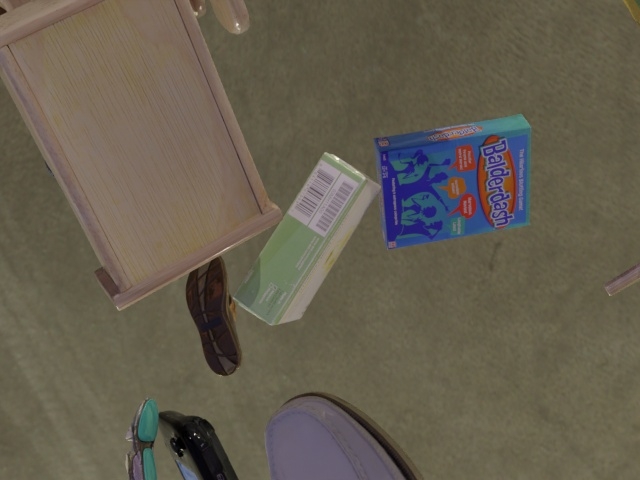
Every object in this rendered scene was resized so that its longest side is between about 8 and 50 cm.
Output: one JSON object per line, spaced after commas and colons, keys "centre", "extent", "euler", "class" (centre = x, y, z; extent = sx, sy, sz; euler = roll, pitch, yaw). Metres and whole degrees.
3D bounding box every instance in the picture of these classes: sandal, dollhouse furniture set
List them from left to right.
{"centre": [-0.227, -0.145, 0.953], "extent": [0.362, 0.394, 0.256], "euler": [-29, 120, -16], "class": "dollhouse furniture set"}
{"centre": [-0.147, 0.107, 1.393], "extent": [0.072, 0.049, 0.180], "euler": [-21, 77, 23], "class": "sandal"}

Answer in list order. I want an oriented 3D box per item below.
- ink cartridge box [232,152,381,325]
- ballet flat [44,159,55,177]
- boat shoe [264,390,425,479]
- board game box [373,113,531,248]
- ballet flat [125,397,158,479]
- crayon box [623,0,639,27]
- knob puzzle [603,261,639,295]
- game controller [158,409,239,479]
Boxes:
{"centre": [0.000, 0.000, 1.026], "extent": [0.056, 0.235, 0.171], "euler": [33, 95, 11], "class": "ink cartridge box"}
{"centre": [-0.244, -0.071, 1.158], "extent": [0.188, 0.070, 0.070], "euler": [16, 116, -3], "class": "ballet flat"}
{"centre": [0.033, 0.249, 0.685], "extent": [0.113, 0.103, 0.302], "euler": [-38, 71, 29], "class": "boat shoe"}
{"centre": [0.186, -0.080, 1.343], "extent": [0.210, 0.047, 0.160], "euler": [-11, 123, -4], "class": "board game box"}
{"centre": [-0.224, 0.253, 1.193], "extent": [0.041, 0.114, 0.041], "euler": [-3, 160, -1], "class": "ballet flat"}
{"centre": [0.176, -0.249, 0.477], "extent": [0.106, 0.313, 0.363], "euler": [-22, 135, 14], "class": "crayon box"}
{"centre": [0.305, -0.035, 0.682], "extent": [0.213, 0.213, 0.030], "euler": [-33, 77, 15], "class": "knob puzzle"}
{"centre": [-0.137, 0.377, 1.319], "extent": [0.067, 0.166, 0.319], "euler": [-29, 101, -30], "class": "game controller"}
